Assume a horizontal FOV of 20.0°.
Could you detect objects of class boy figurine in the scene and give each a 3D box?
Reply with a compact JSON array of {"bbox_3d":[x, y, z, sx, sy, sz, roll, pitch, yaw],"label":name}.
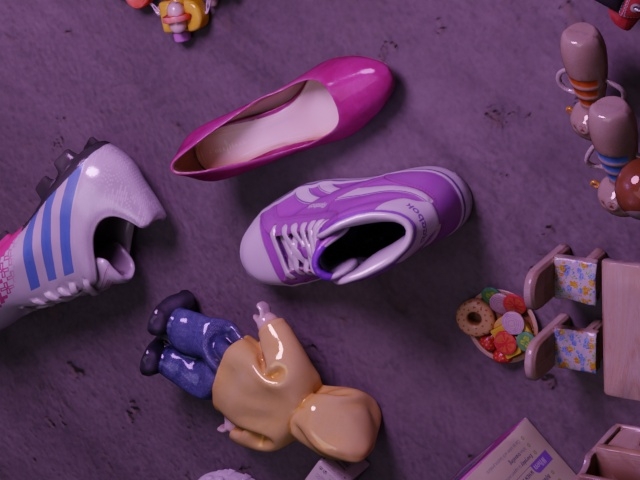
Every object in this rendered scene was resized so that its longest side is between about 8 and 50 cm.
[{"bbox_3d":[-0.060,0.151,1.990,0.285,0.092,0.177,24,120,22],"label":"boy figurine"}]

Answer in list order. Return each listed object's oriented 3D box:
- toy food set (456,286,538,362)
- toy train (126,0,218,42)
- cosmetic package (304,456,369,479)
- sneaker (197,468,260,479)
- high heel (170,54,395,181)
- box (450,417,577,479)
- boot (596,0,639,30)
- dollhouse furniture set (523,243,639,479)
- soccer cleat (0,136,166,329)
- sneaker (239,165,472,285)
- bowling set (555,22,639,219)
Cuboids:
[{"bbox_3d":[0.184,0.087,1.852,0.082,0.020,0.083,-32,90,37],"label":"toy food set"},{"bbox_3d":[-0.157,-0.275,1.902,0.166,0.046,0.125,-32,91,37],"label":"toy train"},{"bbox_3d":[0.001,0.281,2.024,0.041,0.060,0.115,43,124,12],"label":"cosmetic package"},{"bbox_3d":[-0.058,0.358,2.080,0.235,0.090,0.095,39,134,15],"label":"sneaker"},{"bbox_3d":[-0.041,-0.121,1.848,0.244,0.117,0.082,-14,101,35],"label":"high heel"},{"bbox_3d":[0.206,0.338,1.821,0.243,0.213,0.117,48,126,6],"label":"box"},{"bbox_3d":[0.331,-0.254,1.584,0.244,0.088,0.176,23,121,31],"label":"boot"},{"bbox_3d":[0.294,0.142,1.718,0.212,0.161,0.242,8,113,30],"label":"dollhouse furniture set"},{"bbox_3d":[-0.297,0.029,2.071,0.143,0.116,0.331,46,126,6],"label":"soccer cleat"},{"bbox_3d":[0.000,-0.001,1.847,0.282,0.161,0.102,-20,100,37],"label":"sneaker"},{"bbox_3d":[0.304,-0.063,1.600,0.287,0.200,0.154,17,143,32],"label":"bowling set"}]
